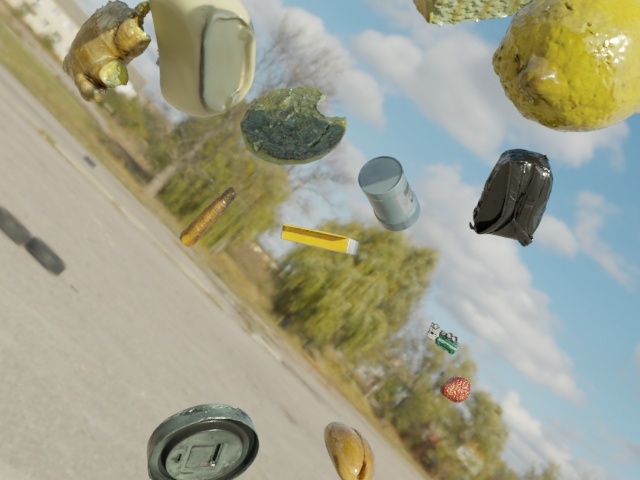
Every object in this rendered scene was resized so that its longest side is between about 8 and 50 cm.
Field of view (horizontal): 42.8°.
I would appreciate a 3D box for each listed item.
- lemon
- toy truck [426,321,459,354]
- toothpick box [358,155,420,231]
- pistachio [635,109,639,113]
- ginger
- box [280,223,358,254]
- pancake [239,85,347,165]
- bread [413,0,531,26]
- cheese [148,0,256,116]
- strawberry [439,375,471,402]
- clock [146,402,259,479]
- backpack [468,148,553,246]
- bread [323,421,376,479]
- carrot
[{"bbox_3d":[0.419,-0.295,1.318,0.245,0.320,0.245,27,-51,39],"label":"lemon"},{"bbox_3d":[0.288,0.231,1.924,0.083,0.044,0.039,33,-6,10],"label":"toy truck"},{"bbox_3d":[0.150,-0.099,1.762,0.101,0.101,0.153,43,-8,35],"label":"toothpick box"},{"bbox_3d":[0.689,-0.425,1.821,0.226,0.331,0.208,23,-28,-6],"label":"pistachio"},{"bbox_3d":[-0.392,-0.368,1.519,0.102,0.216,0.157,33,13,-48],"label":"ginger"},{"bbox_3d":[0.000,0.000,1.576,0.129,0.033,0.247,12,0,8],"label":"box"},{"bbox_3d":[-0.067,-0.269,1.923,0.253,0.254,0.037,44,-21,26],"label":"pancake"},{"bbox_3d":[0.421,-0.719,2.040,0.239,0.395,0.264,91,-16,-58],"label":"bread"},{"bbox_3d":[-0.231,-0.363,1.519,0.233,0.127,0.266,31,-49,36],"label":"cheese"},{"bbox_3d":[0.348,0.386,2.128,0.083,0.073,0.073,19,10,-29],"label":"strawberry"},{"bbox_3d":[-0.234,0.414,1.625,0.226,0.226,0.049,51,9,-41],"label":"clock"},{"bbox_3d":[0.337,-0.081,1.415,0.120,0.165,0.105,15,34,-6],"label":"backpack"},{"bbox_3d":[0.063,0.432,1.672,0.114,0.077,0.189,49,2,-20],"label":"bread"},{"bbox_3d":[-0.253,-0.055,1.857,0.042,0.170,0.042,44,0,0],"label":"carrot"}]
